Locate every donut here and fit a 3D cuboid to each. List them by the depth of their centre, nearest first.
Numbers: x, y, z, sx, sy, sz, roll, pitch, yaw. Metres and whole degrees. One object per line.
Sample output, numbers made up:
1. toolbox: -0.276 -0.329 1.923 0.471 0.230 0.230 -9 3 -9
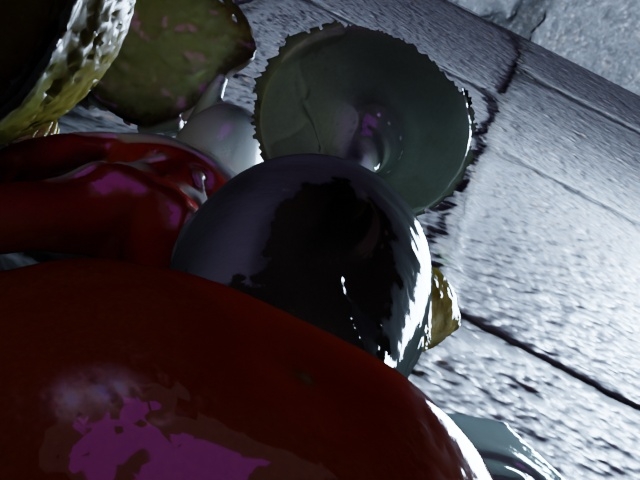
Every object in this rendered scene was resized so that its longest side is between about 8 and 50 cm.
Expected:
1. donut: -0.209 -0.175 0.987 0.272 0.272 0.107 36 21 28
2. donut: -0.229 -0.207 1.238 0.345 0.136 0.259 33 -4 -25

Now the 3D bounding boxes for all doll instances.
1. doll: -0.106 -0.017 1.014 0.188 0.099 0.384 30 23 7

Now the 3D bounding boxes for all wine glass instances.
1. wine glass: 0.000 0.000 0.879 0.143 0.143 0.321 25 30 -4

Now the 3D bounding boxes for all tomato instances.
1. tomato: -0.049 0.113 0.540 0.260 0.180 0.260 25 19 -9

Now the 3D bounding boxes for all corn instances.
1. corn: -0.199 -0.066 1.105 0.037 0.037 0.092 26 18 -1

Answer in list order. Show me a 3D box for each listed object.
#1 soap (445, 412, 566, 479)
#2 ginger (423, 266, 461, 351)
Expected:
1. soap: 0.100 0.164 0.808 0.119 0.066 0.198 14 20 -42
2. ginger: 0.029 0.062 1.010 0.118 0.065 0.299 13 15 2
